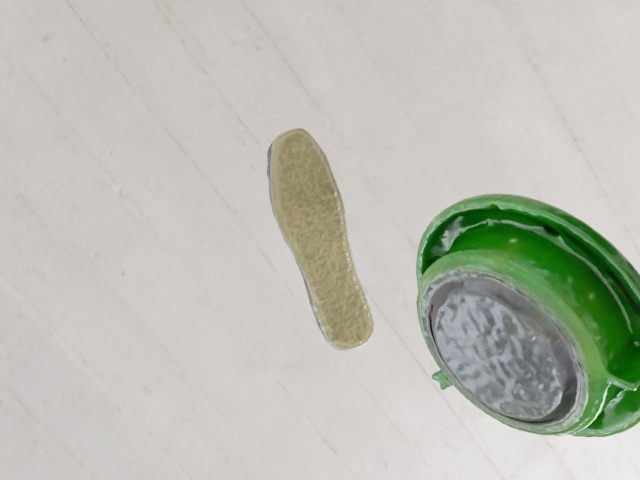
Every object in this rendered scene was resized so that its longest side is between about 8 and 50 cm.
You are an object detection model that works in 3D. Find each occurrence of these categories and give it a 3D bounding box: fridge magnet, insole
[{"bbox_3d":[0.151,0.061,0.694,0.088,0.208,0.208,-36,115,-34],"label":"fridge magnet"},{"bbox_3d":[0.000,0.000,1.028,0.081,0.011,0.248,-20,93,-23],"label":"insole"}]
